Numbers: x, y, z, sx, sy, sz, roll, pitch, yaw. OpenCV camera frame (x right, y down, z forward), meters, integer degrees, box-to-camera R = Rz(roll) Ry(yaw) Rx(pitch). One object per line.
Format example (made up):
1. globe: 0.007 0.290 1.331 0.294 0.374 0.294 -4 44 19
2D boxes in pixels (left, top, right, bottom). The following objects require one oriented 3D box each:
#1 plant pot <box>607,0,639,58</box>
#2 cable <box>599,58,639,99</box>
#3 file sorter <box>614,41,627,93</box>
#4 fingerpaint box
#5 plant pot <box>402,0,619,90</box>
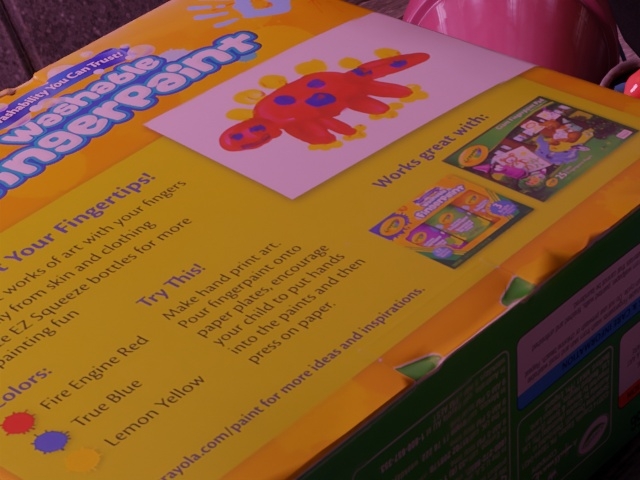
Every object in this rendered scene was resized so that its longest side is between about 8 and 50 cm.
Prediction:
1. plant pot: 0.322 -0.190 1.449 0.188 0.187 0.167 -30 -26 -13
2. cable: 0.220 -0.084 1.517 0.287 0.072 0.139 -24 47 -22
3. file sorter: 0.292 -0.186 1.805 0.170 0.104 0.118 -19 12 21
4. fingerpaint box: -0.058 0.046 1.010 0.371 0.163 0.445 23 42 35
5. plant pot: 0.165 -0.135 1.670 0.201 0.201 0.180 -20 29 16
